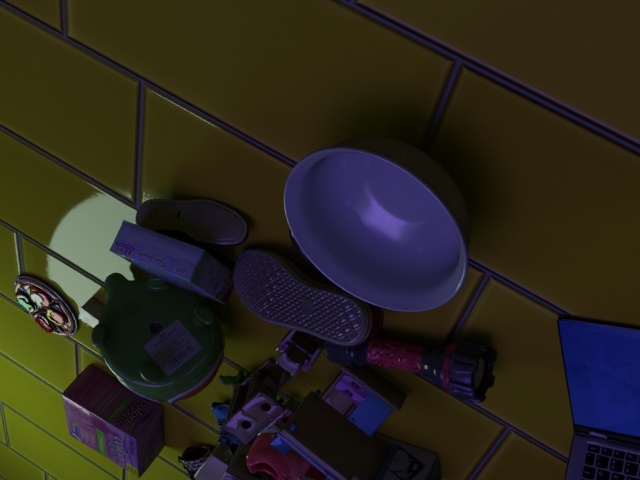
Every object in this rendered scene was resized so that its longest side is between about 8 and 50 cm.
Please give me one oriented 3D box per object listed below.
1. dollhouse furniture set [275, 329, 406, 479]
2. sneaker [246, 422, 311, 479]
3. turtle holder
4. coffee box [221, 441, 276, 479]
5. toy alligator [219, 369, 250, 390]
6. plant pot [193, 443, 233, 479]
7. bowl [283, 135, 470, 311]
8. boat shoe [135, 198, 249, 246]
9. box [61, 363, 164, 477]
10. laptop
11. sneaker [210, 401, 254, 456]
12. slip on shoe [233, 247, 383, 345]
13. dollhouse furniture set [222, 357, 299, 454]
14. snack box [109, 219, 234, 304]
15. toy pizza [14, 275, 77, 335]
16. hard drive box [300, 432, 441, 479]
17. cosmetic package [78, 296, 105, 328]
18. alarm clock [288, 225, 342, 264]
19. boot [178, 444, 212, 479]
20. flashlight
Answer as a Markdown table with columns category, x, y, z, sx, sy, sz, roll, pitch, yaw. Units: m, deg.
| category | x | y | z | sx | sy | sz | roll | pitch | yaw |
| --- | --- | --- | --- | --- | --- | --- | --- | --- | --- |
| dollhouse furniture set | -0.024 | 0.358 | 1.638 | 0.286 | 0.303 | 0.198 | 36 | 121 | 3 |
| sneaker | -0.026 | 0.517 | 1.966 | 0.314 | 0.136 | 0.116 | 16 | 138 | 25 |
| turtle holder | -0.349 | 0.205 | 1.835 | 0.320 | 0.243 | 0.227 | 14 | 153 | 15 |
| coffee box | -0.095 | 0.621 | 2.067 | 0.297 | 0.119 | 0.168 | 26 | 119 | 2 |
| toy alligator | -0.132 | 0.332 | 1.942 | 0.190 | 0.056 | 0.051 | 31 | 98 | -1 |
| plant pot | -0.232 | 0.555 | 2.199 | 0.109 | 0.109 | 0.096 | 31 | 128 | 10 |
| bowl | 0.103 | -0.046 | 1.312 | 0.298 | 0.134 | 0.298 | 21 | 138 | 20 |
| boat shoe | -0.229 | -0.029 | 1.651 | 0.233 | 0.084 | 0.079 | 9 | 161 | 26 |
| box | -0.548 | 0.482 | 2.357 | 0.243 | 0.117 | 0.213 | 27 | 140 | 14 |
| laptop | 0.526 | 0.363 | 1.314 | 0.382 | 0.408 | 0.236 | 7 | 166 | 34 |
| sneaker | -0.215 | 0.449 | 2.097 | 0.063 | 0.073 | 0.162 | -3 | 126 | 40 |
| slip on shoe | -0.029 | 0.102 | 1.586 | 0.331 | 0.101 | 0.123 | 20 | 97 | 35 |
| dollhouse furniture set | -0.084 | 0.366 | 1.844 | 0.184 | 0.129 | 0.129 | 41 | 113 | -13 |
| snack box | -0.270 | 0.044 | 1.663 | 0.174 | 0.070 | 0.207 | 19 | 168 | 18 |
| toy pizza | -0.701 | 0.173 | 2.240 | 0.201 | 0.032 | 0.201 | 22 | 139 | 20 |
| hard drive box | 0.103 | 0.492 | 1.806 | 0.232 | 0.181 | 0.089 | 13 | 134 | 28 |
| cosmetic package | -0.516 | 0.193 | 2.107 | 0.115 | 0.041 | 0.060 | 35 | 141 | 5 |
| alarm clock | 0.000 | 0.000 | 1.500 | 0.129 | 0.064 | 0.192 | 44 | 144 | -7 |
| boot | -0.332 | 0.624 | 2.356 | 0.236 | 0.085 | 0.178 | -11 | 118 | 37 |
| flashlight | 0.149 | 0.205 | 1.549 | 0.304 | 0.103 | 0.103 | 8 | 133 | 32 |
